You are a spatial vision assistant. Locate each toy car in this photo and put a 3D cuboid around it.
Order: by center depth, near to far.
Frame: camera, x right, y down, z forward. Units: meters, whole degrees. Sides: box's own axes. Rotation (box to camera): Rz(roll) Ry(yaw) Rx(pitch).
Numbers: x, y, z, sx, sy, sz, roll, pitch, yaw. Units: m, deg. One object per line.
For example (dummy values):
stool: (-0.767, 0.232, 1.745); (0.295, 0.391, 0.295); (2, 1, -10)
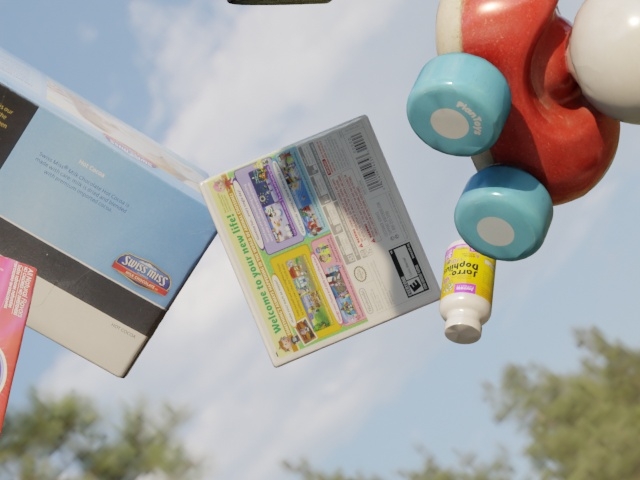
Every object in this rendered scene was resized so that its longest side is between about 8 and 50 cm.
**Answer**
toy car: (0.221, -0.123, 1.215); (0.210, 0.238, 0.219); (63, -142, -34)

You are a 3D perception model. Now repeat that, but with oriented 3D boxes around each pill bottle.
pill bottle: (0.121, 0.043, 1.326); (0.043, 0.043, 0.083); (96, -177, -54)

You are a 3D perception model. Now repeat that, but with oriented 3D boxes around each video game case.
video game case: (0.000, 0.000, 1.699); (0.193, 0.212, 0.023); (-23, -2, -2)

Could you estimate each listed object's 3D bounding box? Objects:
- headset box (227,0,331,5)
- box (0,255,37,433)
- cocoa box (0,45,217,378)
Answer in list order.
headset box: (-0.002, -0.400, 1.649); (0.131, 0.246, 0.283); (-6, -7, -28)
box: (-0.323, 0.130, 1.306); (0.128, 0.122, 0.257); (-55, 22, 41)
cocoa box: (-0.316, -0.049, 1.839); (0.228, 0.347, 0.231); (-56, 17, 8)
